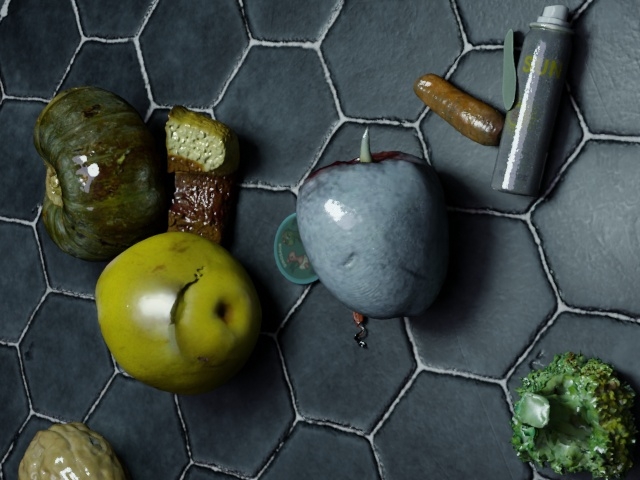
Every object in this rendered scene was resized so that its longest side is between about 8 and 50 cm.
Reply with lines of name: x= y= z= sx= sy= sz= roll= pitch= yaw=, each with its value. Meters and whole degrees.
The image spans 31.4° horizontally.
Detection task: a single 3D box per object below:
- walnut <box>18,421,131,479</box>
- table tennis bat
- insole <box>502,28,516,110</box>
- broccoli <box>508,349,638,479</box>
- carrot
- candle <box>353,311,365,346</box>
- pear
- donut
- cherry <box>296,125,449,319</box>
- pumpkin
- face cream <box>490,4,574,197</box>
walnut: x=-0.454 y=0.444 z=2.099 sx=0.245 sy=0.198 sz=0.198 roll=48 pitch=113 yaw=31
table tennis bat: x=0.000 y=0.000 z=1.909 sx=0.201 sy=0.033 sz=0.124 roll=-24 pitch=75 yaw=36
insole: x=0.282 y=-0.255 z=1.698 sx=0.053 sy=0.002 sz=0.152 roll=117 pitch=162 yaw=-58
broccoli: x=0.332 y=0.247 z=1.563 sx=0.220 sy=0.194 sz=0.194 roll=41 pitch=110 yaw=36
carrot: x=0.213 y=-0.203 z=1.758 sx=0.186 sy=0.060 sz=0.060 roll=37 pitch=107 yaw=33
candle: x=0.062 y=0.091 z=1.861 sx=0.021 sy=0.026 sz=0.167 roll=-3 pitch=85 yaw=39
pear: x=-0.255 y=0.134 z=1.939 sx=0.336 sy=0.285 sz=0.285 roll=-37 pitch=66 yaw=46
donut: x=-0.201 y=-0.112 z=1.997 sx=0.112 sy=0.151 sz=0.295 roll=15 pitch=125 yaw=9
cherry: x=0.085 y=-0.022 z=1.714 sx=0.218 sy=0.255 sz=0.296 roll=-12 pitch=96 yaw=25
pumpkin: x=-0.361 y=-0.099 z=2.037 sx=0.232 sy=0.242 sz=0.325 roll=28 pitch=132 yaw=38
face cream: x=0.316 y=-0.205 z=1.675 sx=0.073 sy=0.073 sz=0.283 roll=16 pitch=96 yaw=35
